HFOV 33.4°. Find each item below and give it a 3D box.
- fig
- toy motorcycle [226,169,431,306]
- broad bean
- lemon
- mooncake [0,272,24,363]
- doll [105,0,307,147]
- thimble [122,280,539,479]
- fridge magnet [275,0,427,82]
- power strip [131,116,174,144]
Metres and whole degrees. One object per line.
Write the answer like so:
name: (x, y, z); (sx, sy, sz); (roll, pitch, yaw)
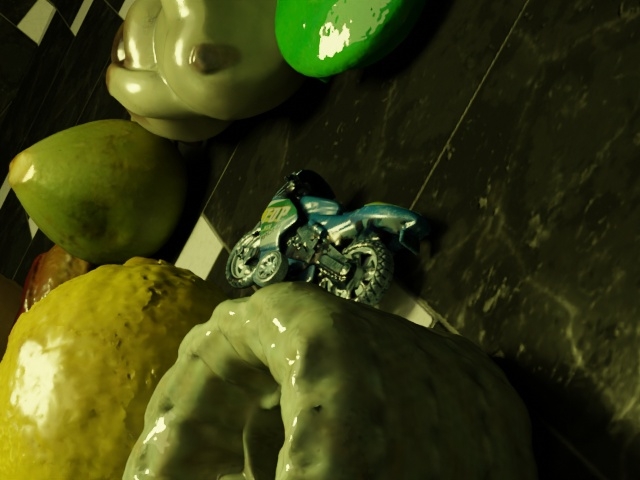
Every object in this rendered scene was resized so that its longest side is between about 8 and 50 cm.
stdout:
fig: (-0.299, -0.061, 1.455); (0.207, 0.230, 0.207); (26, 127, 40)
toy motorcycle: (0.000, 0.000, 0.994); (0.254, 0.092, 0.135); (12, 70, 55)
broad bean: (-0.395, 0.101, 1.611); (0.156, 0.122, 0.228); (-43, 28, 59)
lemon: (-0.176, 0.167, 0.990); (0.268, 0.268, 0.321); (-25, 47, 53)
mooncake: (-0.553, 0.181, 1.652); (0.155, 0.284, 0.284); (-48, 31, 34)
doll: (-0.140, -0.238, 1.319); (0.370, 0.226, 0.214); (-15, 90, 53)
thimble: (-0.004, 0.181, 0.723); (0.291, 0.195, 0.291); (-43, 37, 45)
fridge magnet: (0.036, -0.263, 1.119); (0.208, 0.088, 0.208); (-26, 51, 36)
power strip: (-0.266, -0.191, 1.679); (0.044, 0.064, 0.305); (-53, 28, 29)
